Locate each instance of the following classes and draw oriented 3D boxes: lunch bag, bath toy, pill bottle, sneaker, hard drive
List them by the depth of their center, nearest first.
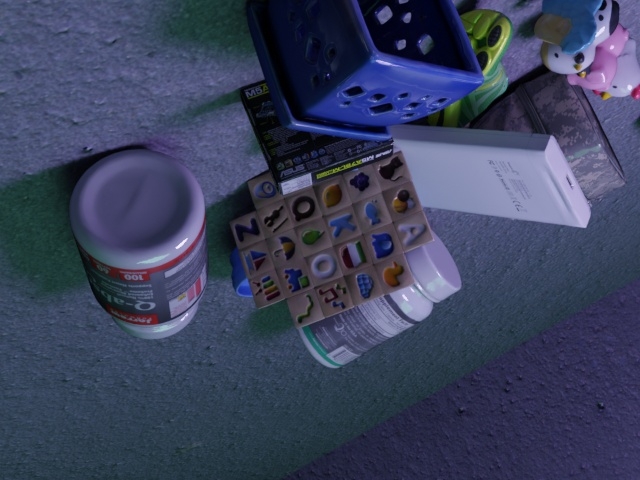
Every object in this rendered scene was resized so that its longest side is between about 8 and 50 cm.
[{"bbox_3d":[0.255,-0.291,1.629,0.123,0.109,0.295,-29,163,-23],"label":"sneaker"},{"bbox_3d":[-0.294,0.023,1.646,0.210,0.210,0.363,-17,155,-13],"label":"pill bottle"},{"bbox_3d":[0.476,-0.323,1.681,0.151,0.129,0.348,-39,154,19],"label":"bath toy"},{"bbox_3d":[0.274,-0.117,1.717,0.353,0.047,0.233,9,155,37],"label":"hard drive"},{"bbox_3d":[0.426,-0.162,1.895,0.256,0.212,0.305,-26,158,19],"label":"lunch bag"},{"bbox_3d":[0.127,0.126,2.233,0.361,0.204,0.204,-33,154,21],"label":"pill bottle"}]

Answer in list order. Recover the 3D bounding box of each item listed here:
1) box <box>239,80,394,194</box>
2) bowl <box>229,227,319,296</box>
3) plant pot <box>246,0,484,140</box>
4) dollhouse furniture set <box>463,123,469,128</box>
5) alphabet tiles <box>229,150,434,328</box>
[{"bbox_3d":[-0.007,-0.183,1.501,0.190,0.184,0.045,-21,154,-7],"label":"box"},{"bbox_3d":[0.000,0.000,1.935,0.391,0.077,0.391,-22,168,-5],"label":"bowl"},{"bbox_3d":[0.045,-0.267,1.325,0.236,0.236,0.212,2,152,-44],"label":"plant pot"},{"bbox_3d":[0.241,-0.203,1.871,0.076,0.058,0.152,-10,135,-10],"label":"dollhouse furniture set"},{"bbox_3d":[0.015,-0.017,1.721,0.342,0.285,0.011,-22,169,13],"label":"alphabet tiles"}]
